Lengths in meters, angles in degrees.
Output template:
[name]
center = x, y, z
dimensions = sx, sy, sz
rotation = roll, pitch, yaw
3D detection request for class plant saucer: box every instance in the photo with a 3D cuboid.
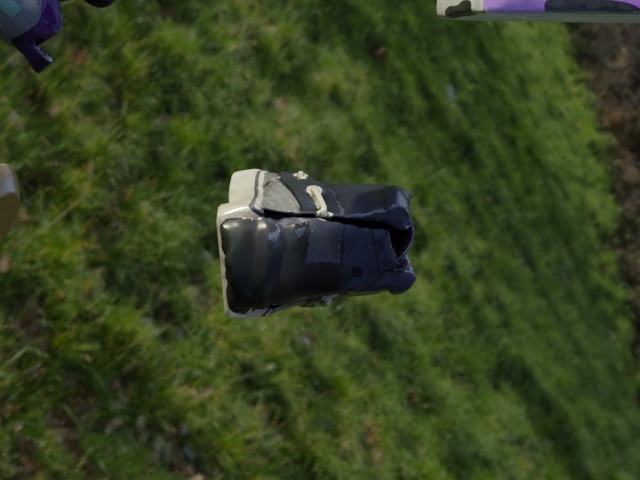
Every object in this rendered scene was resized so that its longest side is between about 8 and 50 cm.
[plant saucer]
center = -0.205, -0.008, 0.730
dimensions = 0.015, 0.083, 0.083
rotation = 36, 24, 8

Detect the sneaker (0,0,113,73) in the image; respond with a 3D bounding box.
[sneaker]
center = -0.149, -0.193, 0.729
dimensions = 0.098, 0.083, 0.223
rotation = 46, 49, -22

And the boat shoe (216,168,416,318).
[boat shoe]
center = 0.000, 0.000, 1.076
dimensions = 0.340, 0.158, 0.127
rotation = -95, -179, -80

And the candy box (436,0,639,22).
[candy box]
center = 0.142, -0.201, 0.568
dimensions = 0.070, 0.165, 0.196
rotation = -149, -122, -77
